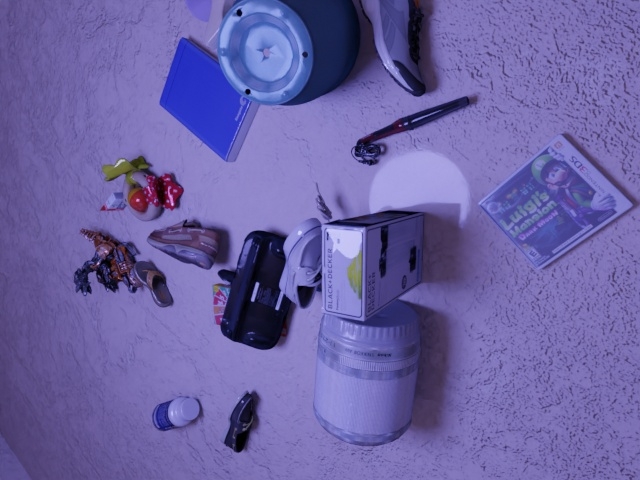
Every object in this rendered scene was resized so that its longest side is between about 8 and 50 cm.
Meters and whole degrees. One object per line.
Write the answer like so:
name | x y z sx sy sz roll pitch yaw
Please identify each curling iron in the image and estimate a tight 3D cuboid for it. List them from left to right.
curling iron | 0.183 -0.233 0.912 0.274 0.035 0.068 -22 90 34

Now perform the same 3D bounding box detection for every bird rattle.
bird rattle | -0.560 -0.156 1.382 0.254 0.143 0.206 33 127 10

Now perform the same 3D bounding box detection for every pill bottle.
pill bottle | -0.484 0.579 1.442 0.169 0.094 0.094 -28 83 33

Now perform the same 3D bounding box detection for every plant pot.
plant pot | -0.072 -0.390 0.861 0.272 0.255 0.271 7 124 11

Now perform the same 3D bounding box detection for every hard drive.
hard drive | -0.317 -0.395 1.204 0.319 0.040 0.210 41 117 21

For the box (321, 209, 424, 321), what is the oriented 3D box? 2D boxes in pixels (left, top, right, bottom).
box | 0.113 0.035 0.849 0.087 0.290 0.169 6 101 32

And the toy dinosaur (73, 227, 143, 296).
toy dinosaur | -0.747 0.076 1.527 0.218 0.164 0.322 -52 51 13

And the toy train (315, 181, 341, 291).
toy train | 0.000 0.000 1.039 0.143 0.105 0.247 -29 82 46

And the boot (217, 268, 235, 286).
boot | -0.225 0.087 1.212 0.121 0.045 0.099 36 98 27

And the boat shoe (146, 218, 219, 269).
boat shoe | -0.407 0.001 1.299 0.325 0.123 0.116 12 71 40

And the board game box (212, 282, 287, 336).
board game box | -0.207 0.201 1.239 0.260 0.039 0.124 4 100 30

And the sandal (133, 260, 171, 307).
sandal | -0.547 0.138 1.423 0.180 0.072 0.049 55 132 6

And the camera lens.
camera lens | 0.100 0.279 0.941 0.220 0.219 0.274 11 104 31

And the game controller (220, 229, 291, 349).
game controller | -0.156 0.137 1.143 0.167 0.067 0.319 17 102 -4

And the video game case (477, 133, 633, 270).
video game case | 0.422 -0.067 0.793 0.190 0.022 0.173 -46 73 30

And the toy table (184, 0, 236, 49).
toy table | -0.198 -0.590 0.990 0.274 0.252 0.160 -45 58 38

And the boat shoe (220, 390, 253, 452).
boat shoe | -0.235 0.544 1.288 0.069 0.081 0.227 32 121 22

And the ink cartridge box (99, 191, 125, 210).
ink cartridge box | -0.709 -0.125 1.489 0.115 0.063 0.029 -37 76 32

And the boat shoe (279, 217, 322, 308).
boat shoe | -0.031 0.062 0.948 0.088 0.096 0.267 48 142 24

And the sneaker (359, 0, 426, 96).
sneaker | 0.161 -0.420 0.860 0.108 0.100 0.271 -20 87 29
